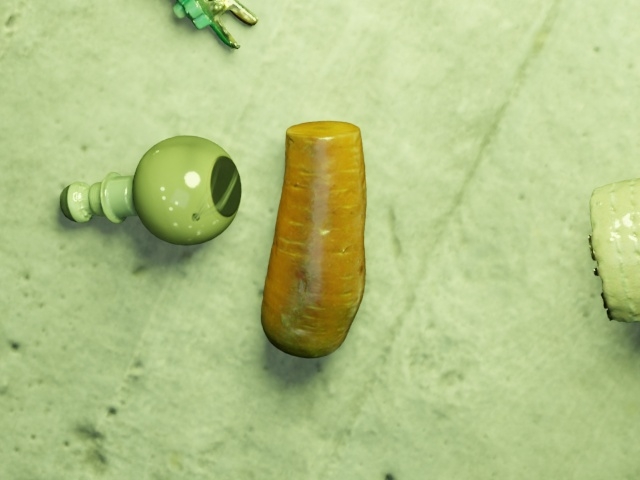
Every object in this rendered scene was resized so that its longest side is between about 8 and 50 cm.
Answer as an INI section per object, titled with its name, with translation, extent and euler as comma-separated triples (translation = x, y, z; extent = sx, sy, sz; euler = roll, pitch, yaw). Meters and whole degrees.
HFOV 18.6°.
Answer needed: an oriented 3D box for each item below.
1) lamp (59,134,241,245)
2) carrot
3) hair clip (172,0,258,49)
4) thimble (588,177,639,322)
[lamp]
translation = -0.146, -0.037, 1.621
extent = 0.163, 0.091, 0.091
euler = -6, 107, 29
[carrot]
translation = 0.000, 0.000, 1.600
extent = 0.087, 0.087, 0.193
euler = 12, 107, 7
[hair clip]
translation = -0.121, -0.220, 1.569
extent = 0.049, 0.049, 0.173
euler = -40, 98, 19
[thimble]
translation = 0.263, 0.005, 1.541
extent = 0.090, 0.102, 0.115
euler = -11, 98, 14
